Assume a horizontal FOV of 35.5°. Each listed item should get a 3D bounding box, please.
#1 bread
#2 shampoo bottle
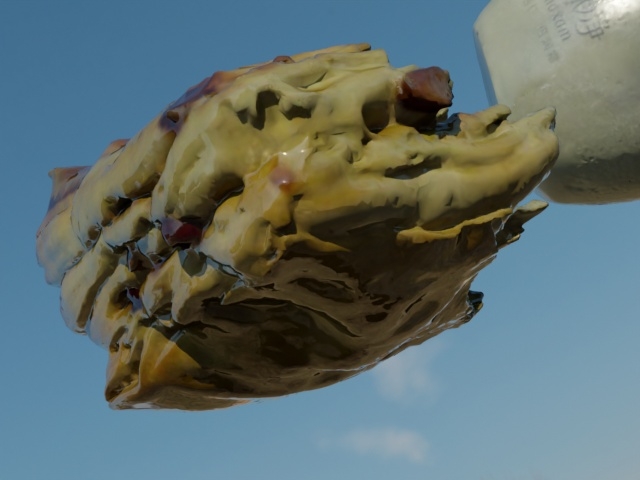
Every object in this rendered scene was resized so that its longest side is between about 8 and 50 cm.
[{"bbox_3d":[0.000,0.000,0.646,0.314,0.191,0.370,-11,-5,-36],"label":"bread"},{"bbox_3d":[0.349,-0.202,1.194,0.317,0.322,0.322,-22,-24,15],"label":"shampoo bottle"}]
